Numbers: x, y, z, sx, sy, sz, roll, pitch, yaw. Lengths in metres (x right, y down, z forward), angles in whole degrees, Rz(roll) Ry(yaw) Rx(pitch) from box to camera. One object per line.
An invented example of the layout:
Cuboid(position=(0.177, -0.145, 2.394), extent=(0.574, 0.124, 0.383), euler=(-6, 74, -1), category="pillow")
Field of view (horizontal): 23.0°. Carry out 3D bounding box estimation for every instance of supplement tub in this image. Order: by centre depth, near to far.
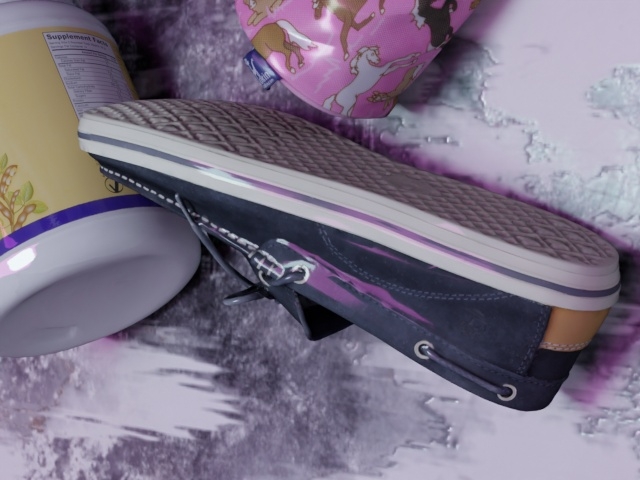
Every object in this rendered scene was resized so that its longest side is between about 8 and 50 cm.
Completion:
Cuboid(position=(-0.280, -0.080, 1.526), extent=(0.241, 0.241, 0.331), euler=(-38, 67, 32), category="supplement tub")

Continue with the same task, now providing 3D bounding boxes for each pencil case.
Cuboid(position=(0.081, -0.283, 1.284), extent=(0.386, 0.167, 0.160), euler=(-53, 45, 25), category="pencil case")

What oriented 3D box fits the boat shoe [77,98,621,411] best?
Cuboid(position=(0.000, 0.000, 1.309), extent=(0.500, 0.187, 0.156), euler=(22, 112, 22), category="boat shoe")
